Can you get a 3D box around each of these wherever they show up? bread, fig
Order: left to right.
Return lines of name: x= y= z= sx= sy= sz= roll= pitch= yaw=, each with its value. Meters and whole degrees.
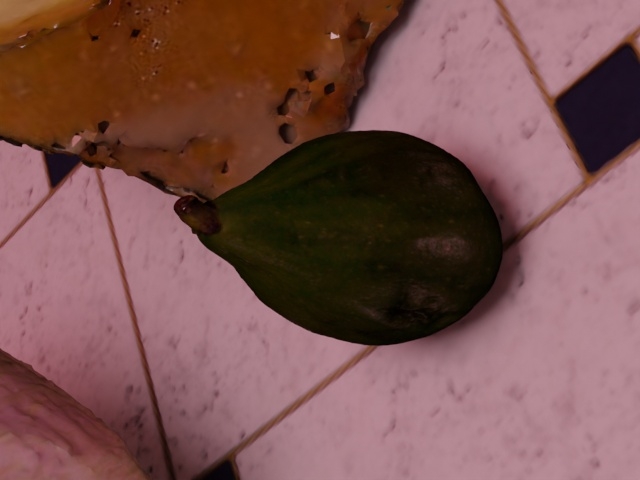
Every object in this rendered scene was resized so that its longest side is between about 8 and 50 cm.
bread: x=-0.101 y=-0.200 z=0.752 sx=0.248 sy=0.279 sz=0.315 roll=51 pitch=126 yaw=49
fig: x=0.000 y=0.000 z=0.645 sx=0.117 sy=0.177 sz=0.117 roll=9 pitch=101 yaw=52

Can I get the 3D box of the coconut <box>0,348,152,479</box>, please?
coconut: x=-0.247 y=0.220 z=0.713 sx=0.405 sy=0.405 sz=0.404 roll=-16 pitch=66 yaw=41
